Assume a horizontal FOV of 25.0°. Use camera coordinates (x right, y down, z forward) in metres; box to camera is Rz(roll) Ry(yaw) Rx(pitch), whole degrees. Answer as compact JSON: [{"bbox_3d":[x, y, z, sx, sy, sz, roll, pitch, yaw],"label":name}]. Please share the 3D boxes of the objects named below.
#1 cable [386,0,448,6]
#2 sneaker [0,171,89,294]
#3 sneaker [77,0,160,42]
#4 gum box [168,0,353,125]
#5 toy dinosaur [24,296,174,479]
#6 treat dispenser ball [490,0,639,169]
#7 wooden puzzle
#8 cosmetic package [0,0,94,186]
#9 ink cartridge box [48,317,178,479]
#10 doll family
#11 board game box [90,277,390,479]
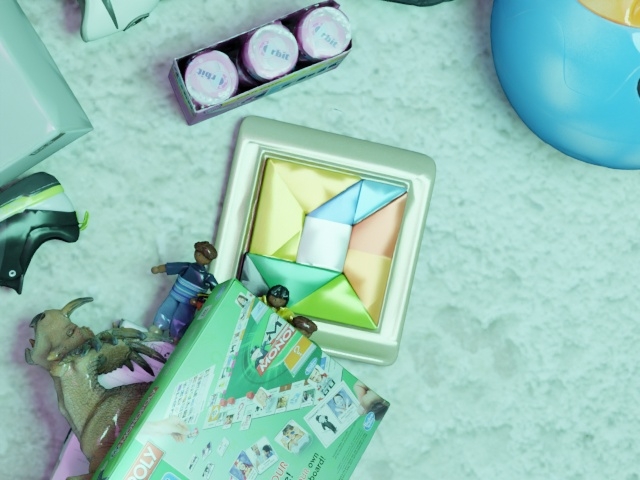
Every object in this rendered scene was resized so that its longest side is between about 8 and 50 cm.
[{"bbox_3d":[0.113,-0.324,1.544,0.184,0.047,0.150,2,108,-36],"label":"cable"},{"bbox_3d":[-0.343,0.022,1.470,0.235,0.084,0.097,-34,94,-9],"label":"sneaker"},{"bbox_3d":[-0.295,-0.350,1.477,0.146,0.122,0.330,-40,93,-11],"label":"sneaker"},{"bbox_3d":[-0.060,-0.188,1.515,0.188,0.107,0.062,-23,91,-10],"label":"gum box"},{"bbox_3d":[-0.160,0.180,1.432,0.296,0.127,0.200,19,78,-12],"label":"toy dinosaur"},{"bbox_3d":[0.319,-0.216,1.488,0.288,0.288,0.288,0,87,-9],"label":"treat dispenser ball"},{"bbox_3d":[0.000,0.000,1.548,0.221,0.044,0.238,12,85,-8],"label":"wooden puzzle"},{"bbox_3d":[-0.420,-0.214,1.412,0.217,0.156,0.385,-29,94,7],"label":"cosmetic package"},{"bbox_3d":[-0.158,0.217,1.510,0.206,0.045,0.208,26,83,-6],"label":"ink cartridge box"},{"bbox_3d":[-0.086,0.077,1.482,0.193,0.076,0.111,22,110,-13],"label":"doll family"},{"bbox_3d":[-0.090,0.224,1.372,0.213,0.046,0.317,40,63,-16],"label":"board game box"}]
